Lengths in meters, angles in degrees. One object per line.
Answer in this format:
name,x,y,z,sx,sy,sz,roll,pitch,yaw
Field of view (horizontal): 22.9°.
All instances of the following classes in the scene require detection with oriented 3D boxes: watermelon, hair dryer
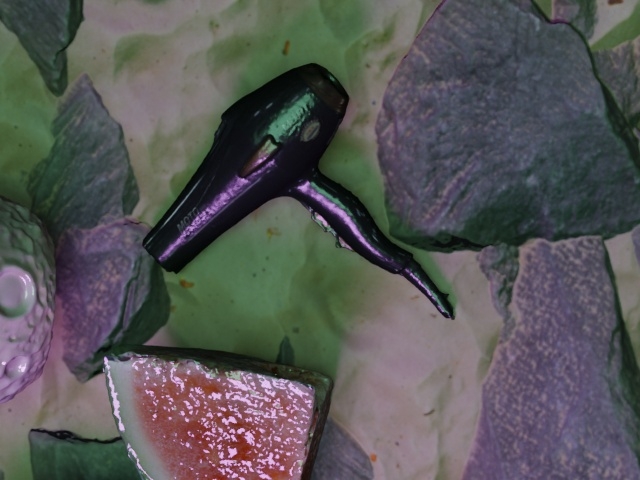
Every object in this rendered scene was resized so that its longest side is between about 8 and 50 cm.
watermelon,-0.094,0.214,1.767,0.231,0.193,0.310,-38,87,6
hair dryer,0.000,0.000,1.818,0.359,0.120,0.304,41,102,-5

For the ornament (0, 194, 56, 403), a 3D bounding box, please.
ornament,-0.417,0.066,1.767,0.225,0.259,0.259,4,91,-19
